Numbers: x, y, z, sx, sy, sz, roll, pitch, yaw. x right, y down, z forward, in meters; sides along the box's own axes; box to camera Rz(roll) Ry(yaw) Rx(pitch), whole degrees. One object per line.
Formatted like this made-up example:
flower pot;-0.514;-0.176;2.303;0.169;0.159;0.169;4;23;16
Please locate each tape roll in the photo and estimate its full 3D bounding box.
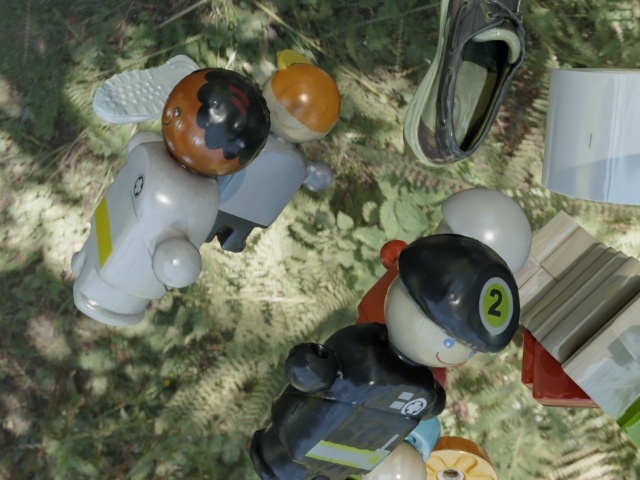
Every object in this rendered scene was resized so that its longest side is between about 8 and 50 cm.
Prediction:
tape roll;0.438;-0.151;1.077;0.246;0.246;0.169;-1;105;-6

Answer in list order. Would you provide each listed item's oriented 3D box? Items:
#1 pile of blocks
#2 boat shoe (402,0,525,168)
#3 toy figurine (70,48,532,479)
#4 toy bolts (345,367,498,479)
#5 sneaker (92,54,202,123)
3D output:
pile of blocks;0.204;0.092;0.494;0.149;0.362;0.112;43;98;-13
boat shoe;0.140;-0.166;0.659;0.080;0.073;0.223;22;86;-30
toy figurine;0.000;0.000;0.414;0.209;0.213;0.148;42;113;7
toy bolts;0.084;0.243;0.776;0.218;0.158;0.228;10;125;2
sneaker;-0.287;-0.231;1.289;0.095;0.235;0.090;-38;86;41
